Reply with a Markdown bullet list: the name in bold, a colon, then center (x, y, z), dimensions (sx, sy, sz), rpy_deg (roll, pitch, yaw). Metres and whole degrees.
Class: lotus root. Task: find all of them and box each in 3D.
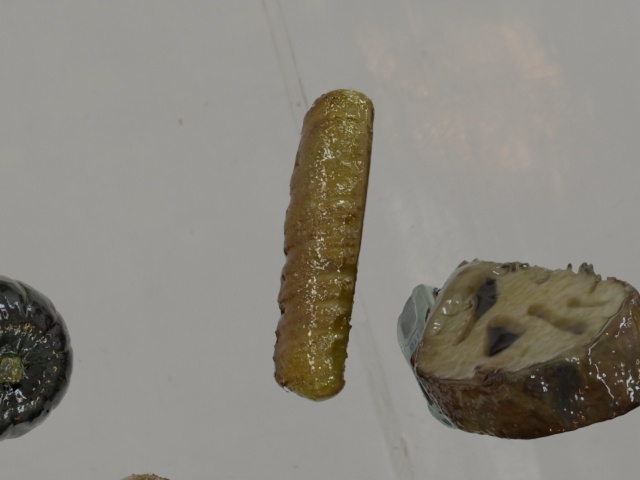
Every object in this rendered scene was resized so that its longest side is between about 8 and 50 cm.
- **lotus root**: center (0.166, 0.088, 0.820), dimensions (0.170, 0.261, 0.074), rpy_deg (-43, 114, -24)

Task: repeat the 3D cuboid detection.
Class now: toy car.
- **toy car**: center (0.139, 0.133, 1.130), dimensions (0.056, 0.205, 0.095), rpy_deg (14, 119, -21)

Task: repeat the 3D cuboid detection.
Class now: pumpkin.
- **pumpkin**: center (-0.617, 0.220, 1.785), dimensions (0.323, 0.241, 0.323), rpy_deg (3, 85, -42)

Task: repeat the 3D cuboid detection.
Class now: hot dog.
- **hot dog**: center (0.001, 0.000, 0.877), dimensions (0.068, 0.083, 0.288), rpy_deg (13, 77, -25)

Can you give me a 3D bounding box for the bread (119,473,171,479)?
- **bread**: center (-0.294, 0.569, 1.825), dimensions (0.159, 0.305, 0.305), rpy_deg (-28, 83, -5)
